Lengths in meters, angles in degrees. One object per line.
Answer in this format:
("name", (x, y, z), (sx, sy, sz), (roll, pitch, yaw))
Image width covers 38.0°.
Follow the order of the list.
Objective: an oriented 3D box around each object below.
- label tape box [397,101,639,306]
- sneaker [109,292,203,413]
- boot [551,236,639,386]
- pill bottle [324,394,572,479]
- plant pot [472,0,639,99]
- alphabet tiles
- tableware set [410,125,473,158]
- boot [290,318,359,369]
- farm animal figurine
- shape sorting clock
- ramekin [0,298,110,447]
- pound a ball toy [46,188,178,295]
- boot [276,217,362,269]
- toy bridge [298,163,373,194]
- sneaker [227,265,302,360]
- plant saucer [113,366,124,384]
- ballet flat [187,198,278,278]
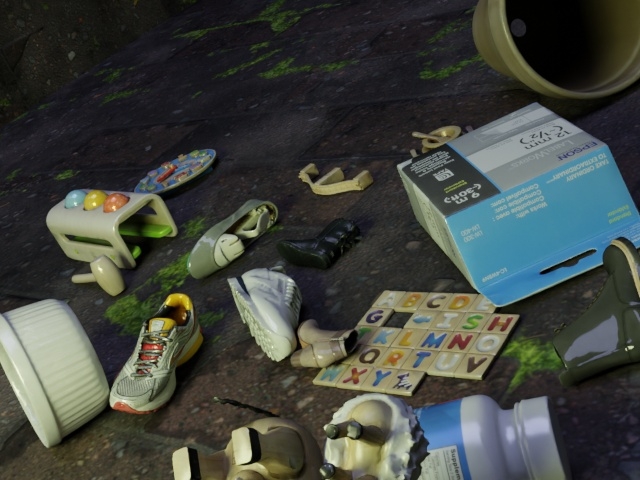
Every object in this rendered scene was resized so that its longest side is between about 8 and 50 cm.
("label tape box", (0.282, -0.062, 1.320), (0.249, 0.115, 0.347), (-24, 24, -2))
("sneaker", (-0.244, 0.162, 1.351), (0.088, 0.092, 0.225), (7, 36, 13))
("boot", (0.320, 0.077, 1.078), (0.137, 0.077, 0.198), (-24, 24, 13))
("pill bottle", (0.125, 0.221, 0.909), (0.221, 0.124, 0.124), (-16, 27, 15))
("plant pot", (0.417, -0.405, 1.692), (0.323, 0.323, 0.280), (-30, 9, -11))
("alphabet tiles", (0.131, 0.130, 1.208), (0.237, 0.009, 0.198), (-1, 34, 40))
("tableware set", (0.227, -0.165, 1.649), (0.128, 0.039, 0.194), (-23, 26, 3))
("boot", (0.011, 0.135, 1.257), (0.087, 0.042, 0.118), (-16, 24, 22))
("farm animal figurine", (-0.048, 0.306, 0.831), (0.330, 0.172, 0.327), (-8, 72, 32))
("shape sorting clock", (-0.331, -0.156, 2.112), (0.206, 0.040, 0.206), (-19, 26, 10))
("ramekin", (-0.389, 0.182, 1.344), (0.109, 0.207, 0.207), (-26, 24, -24))
("pound a ball toy", (-0.438, -0.016, 1.831), (0.319, 0.136, 0.208), (6, 39, 48))
("boot", (0.000, 0.000, 1.527), (0.121, 0.045, 0.099), (12, 46, 41))
("toy bridge", (0.016, -0.112, 1.745), (0.063, 0.026, 0.188), (-39, 29, -26))
("sneaker", (-0.068, 0.095, 1.367), (0.095, 0.090, 0.235), (-19, 26, -11))
("plant saucer", (-0.274, 0.203, 1.412), (0.083, 0.013, 0.083), (-19, 25, 10))
("ballet flat", (-0.150, -0.007, 1.641), (0.068, 0.072, 0.213), (4, 37, 38))
